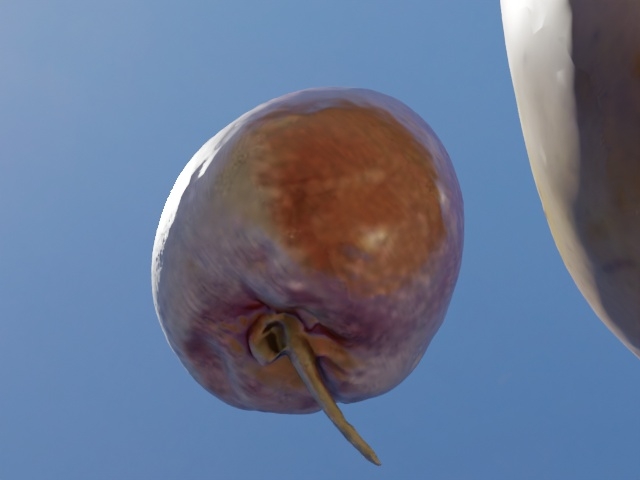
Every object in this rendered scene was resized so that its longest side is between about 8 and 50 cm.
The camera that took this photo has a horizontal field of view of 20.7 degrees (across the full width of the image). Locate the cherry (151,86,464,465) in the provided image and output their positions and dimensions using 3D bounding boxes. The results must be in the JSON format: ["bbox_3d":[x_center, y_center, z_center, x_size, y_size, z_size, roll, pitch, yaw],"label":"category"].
[{"bbox_3d":[-0.007,0.009,1.678,0.291,0.326,0.335,34,-166,-6],"label":"cherry"}]

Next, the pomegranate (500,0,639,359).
[{"bbox_3d":[0.205,-0.055,0.522,0.319,0.319,0.319,12,-133,-13],"label":"pomegranate"}]
